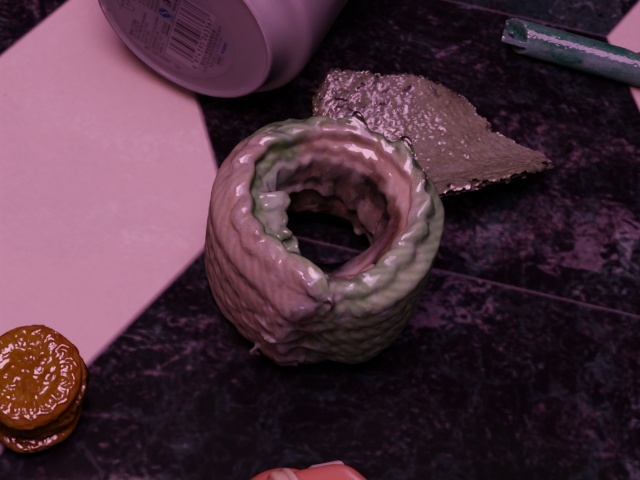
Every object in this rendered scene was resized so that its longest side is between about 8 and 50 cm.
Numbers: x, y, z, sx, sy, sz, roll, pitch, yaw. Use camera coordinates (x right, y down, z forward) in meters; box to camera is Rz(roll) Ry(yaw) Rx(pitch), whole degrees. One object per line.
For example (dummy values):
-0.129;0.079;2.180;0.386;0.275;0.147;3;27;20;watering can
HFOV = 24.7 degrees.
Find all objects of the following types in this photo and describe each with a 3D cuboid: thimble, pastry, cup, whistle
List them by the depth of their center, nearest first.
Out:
-0.249;0.126;1.253;0.097;0.057;0.109;6;57;-2;pastry
0.000;0.000;1.307;0.219;0.150;0.219;4;58;-6;thimble
-0.090;-0.327;1.464;0.323;0.236;0.327;10;53;34;cup
0.280;-0.192;1.526;0.186;0.039;0.039;15;58;3;whistle

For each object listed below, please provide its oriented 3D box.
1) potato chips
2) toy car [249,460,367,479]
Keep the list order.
0.107;-0.104;1.440;0.228;0.059;0.167;34;55;18;potato chips
-0.046;0.282;1.122;0.271;0.180;0.212;-21;49;-15;toy car
